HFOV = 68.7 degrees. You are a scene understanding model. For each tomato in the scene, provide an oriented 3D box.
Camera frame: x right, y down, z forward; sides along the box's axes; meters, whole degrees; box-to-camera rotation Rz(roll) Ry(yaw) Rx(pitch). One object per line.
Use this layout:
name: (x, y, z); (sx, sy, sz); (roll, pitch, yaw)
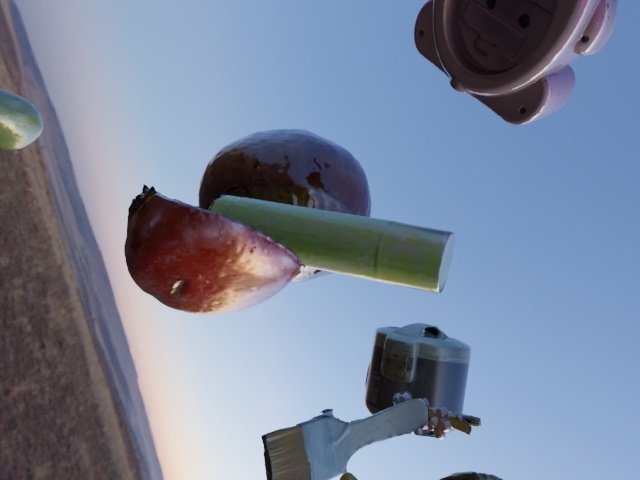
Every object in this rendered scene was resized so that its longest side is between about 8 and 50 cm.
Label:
tomato: (-0.114, 0.025, 0.462); (0.189, 0.173, 0.099); (12, -105, 59)

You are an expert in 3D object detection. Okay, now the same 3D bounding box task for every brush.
brush: (0.055, 0.267, 0.646); (0.020, 0.336, 0.086); (-27, -113, 40)

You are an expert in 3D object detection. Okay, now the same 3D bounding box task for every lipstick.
lipstick: (0.000, 0.000, 0.563); (0.304, 0.076, 0.076); (11, -59, 23)

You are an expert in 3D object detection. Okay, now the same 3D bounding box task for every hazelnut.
hazelnut: (-0.082, -0.099, 1.122); (0.421, 0.420, 0.353); (60, -13, 27)

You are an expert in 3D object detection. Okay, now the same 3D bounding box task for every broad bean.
broad bean: (-0.517, -0.184, 0.658); (0.169, 0.227, 0.100); (49, 55, -81)

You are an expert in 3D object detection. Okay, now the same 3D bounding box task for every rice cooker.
rice cooker: (0.265, 0.368, 1.298); (0.288, 0.288, 0.277); (2, -97, 63)

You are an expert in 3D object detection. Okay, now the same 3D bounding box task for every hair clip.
hair clip: (0.199, 0.327, 0.879); (0.213, 0.056, 0.063); (-6, -95, 53)

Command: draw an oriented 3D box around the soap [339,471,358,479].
soap: (0.077, 0.504, 0.944); (0.089, 0.034, 0.012); (37, -18, 2)

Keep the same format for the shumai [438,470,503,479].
shumai: (0.373, 0.712, 1.086); (0.313, 0.262, 0.267); (23, -83, 25)

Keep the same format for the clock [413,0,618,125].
clock: (0.303, -0.373, 0.711); (0.296, 0.113, 0.322); (50, -34, 24)
